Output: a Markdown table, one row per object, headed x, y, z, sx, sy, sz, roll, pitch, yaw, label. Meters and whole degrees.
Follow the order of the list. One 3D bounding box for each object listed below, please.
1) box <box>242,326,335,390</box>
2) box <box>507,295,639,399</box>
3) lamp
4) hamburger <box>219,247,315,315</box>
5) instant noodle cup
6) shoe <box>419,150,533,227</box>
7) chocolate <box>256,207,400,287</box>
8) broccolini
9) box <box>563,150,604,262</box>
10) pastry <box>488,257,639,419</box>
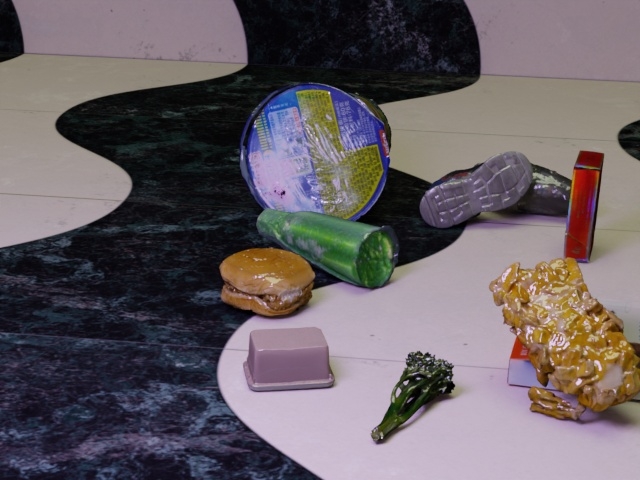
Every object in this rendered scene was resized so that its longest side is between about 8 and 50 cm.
| x | y | z | sx | sy | sz | roll | pitch | yaw | label |
| --- | --- | --- | --- | --- | --- | --- | --- | --- | --- |
| -0.045 | 0.162 | 1.869 | 0.122 | 0.062 | 0.089 | -3 | 19 | -9 | box |
| 0.418 | 0.151 | 1.951 | 0.265 | 0.048 | 0.273 | 6 | 19 | 13 | box |
| 0.404 | -0.099 | 2.592 | 0.250 | 0.101 | 0.101 | 17 | 24 | 20 | lamp |
| -0.084 | 0.063 | 2.124 | 0.147 | 0.083 | 0.138 | 17 | 20 | 31 | hamburger |
| 0.020 | -0.180 | 2.599 | 0.284 | 0.284 | 0.312 | 5 | 12 | 12 | instant noodle cup |
| 0.290 | -0.094 | 2.552 | 0.228 | 0.099 | 0.125 | -23 | 4 | -1 | shoe |
| 0.000 | 0.000 | 2.294 | 0.110 | 0.110 | 0.291 | -15 | 23 | -39 | chocolate |
| 0.117 | 0.202 | 1.770 | 0.074 | 0.058 | 0.201 | 2 | 17 | 25 | broccolini |
| 0.462 | -0.060 | 2.367 | 0.048 | 0.175 | 0.112 | 8 | 19 | 13 | box |
| 0.326 | 0.135 | 1.796 | 0.154 | 0.102 | 0.250 | -22 | 53 | -6 | pastry |
